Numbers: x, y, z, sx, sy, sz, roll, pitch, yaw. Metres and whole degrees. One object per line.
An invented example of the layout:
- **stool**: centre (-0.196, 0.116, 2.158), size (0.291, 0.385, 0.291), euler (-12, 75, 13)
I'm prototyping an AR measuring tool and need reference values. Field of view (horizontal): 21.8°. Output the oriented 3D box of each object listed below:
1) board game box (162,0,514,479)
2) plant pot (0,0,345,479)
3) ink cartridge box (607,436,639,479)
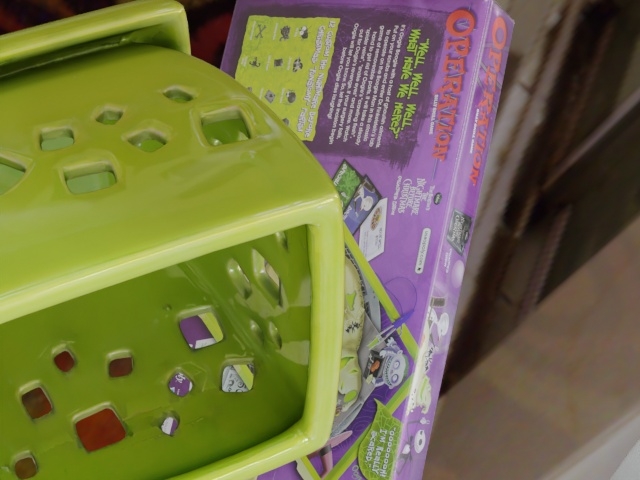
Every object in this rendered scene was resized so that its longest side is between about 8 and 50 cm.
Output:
- **board game box**: centre (0.000, 0.000, 1.140), size (0.056, 0.208, 0.347), euler (27, 73, -54)
- **plant pot**: centre (-0.132, 0.012, 0.888), size (0.227, 0.228, 0.207), euler (-19, 52, -17)
- **ink cartridge box**: centre (0.369, 0.168, 1.273), size (0.275, 0.060, 0.239), euler (40, 86, -36)
